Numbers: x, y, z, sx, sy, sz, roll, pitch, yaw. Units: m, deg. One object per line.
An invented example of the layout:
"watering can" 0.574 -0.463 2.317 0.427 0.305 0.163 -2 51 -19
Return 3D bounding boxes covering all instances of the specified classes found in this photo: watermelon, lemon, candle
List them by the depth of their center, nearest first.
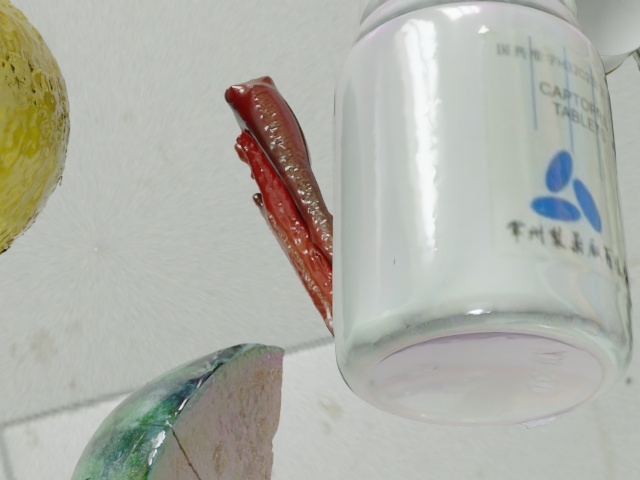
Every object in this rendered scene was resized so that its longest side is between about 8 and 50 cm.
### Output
"lemon" -0.334 -0.098 1.164 0.258 0.310 0.258 -8 64 16
"candle" 0.000 0.000 1.227 0.059 0.084 0.301 -25 78 -17
"watermelon" -0.206 0.278 1.808 0.292 0.222 0.319 5 88 -53

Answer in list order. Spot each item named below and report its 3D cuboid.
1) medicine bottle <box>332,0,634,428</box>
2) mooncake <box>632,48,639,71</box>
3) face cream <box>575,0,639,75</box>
"medicine bottle" 0.090 -0.049 0.894 0.170 0.170 0.293 3 61 -8
"mooncake" 0.519 -0.230 1.836 0.254 0.250 0.136 -8 131 -9
"face cream" 0.277 -0.281 1.831 0.218 0.179 0.218 8 67 -20
